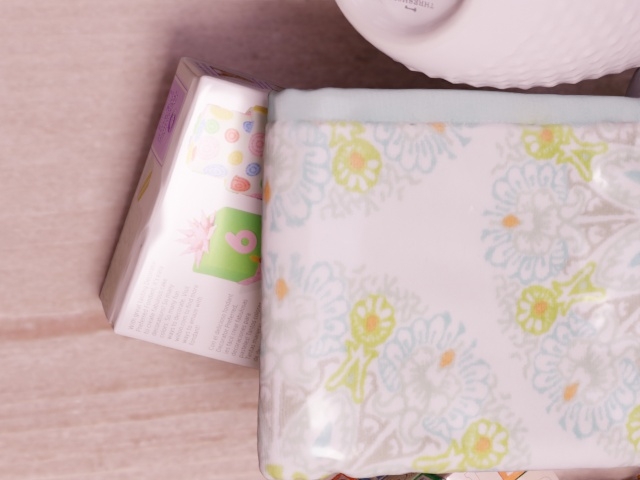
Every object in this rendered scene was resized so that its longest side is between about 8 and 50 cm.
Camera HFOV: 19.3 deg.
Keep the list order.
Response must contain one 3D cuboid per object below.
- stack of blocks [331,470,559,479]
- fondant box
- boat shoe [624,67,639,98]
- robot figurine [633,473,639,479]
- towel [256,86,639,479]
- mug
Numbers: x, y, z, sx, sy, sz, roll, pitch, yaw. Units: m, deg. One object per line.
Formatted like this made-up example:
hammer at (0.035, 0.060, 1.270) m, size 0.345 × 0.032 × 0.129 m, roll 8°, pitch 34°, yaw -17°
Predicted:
stack of blocks at (0.054, 0.268, 1.694) m, size 0.297 × 0.171 × 0.087 m, roll -37°, pitch 105°, yaw -12°
fondant box at (0.000, 0.000, 1.667) m, size 0.330 × 0.096 × 0.238 m, roll 16°, pitch 103°, yaw -20°
boat shoe at (0.307, -0.019, 1.759) m, size 0.102 × 0.108 × 0.301 m, roll 11°, pitch 107°, yaw -14°
robot figurine at (0.212, 0.339, 1.798) m, size 0.291 × 0.085 × 0.211 m, roll -19°, pitch 99°, yaw -16°
towel at (0.129, 0.036, 1.577) m, size 0.374 × 0.090 × 0.320 m, roll 1°, pitch 87°, yaw -20°
mug at (0.129, -0.282, 1.589) m, size 0.328 × 0.374 × 0.276 m, roll -18°, pitch 132°, yaw -48°
